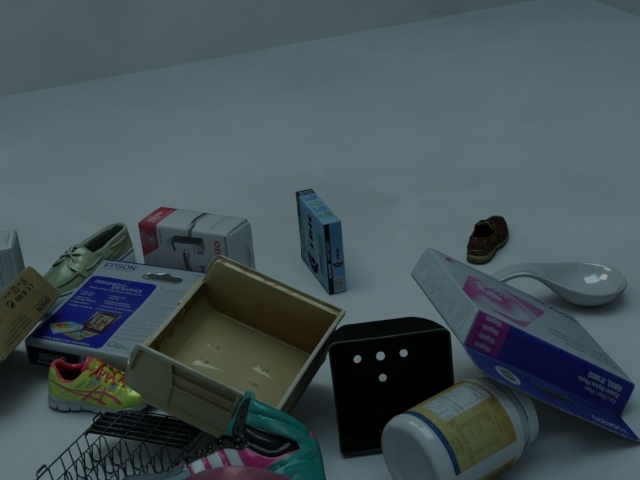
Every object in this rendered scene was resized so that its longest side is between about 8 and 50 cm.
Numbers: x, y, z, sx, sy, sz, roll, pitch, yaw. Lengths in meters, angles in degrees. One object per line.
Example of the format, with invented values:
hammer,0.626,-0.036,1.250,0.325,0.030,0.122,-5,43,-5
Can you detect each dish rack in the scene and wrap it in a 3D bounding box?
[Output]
dish rack,-0.309,0.353,1.634,0.208,0.074,0.271,6,26,21

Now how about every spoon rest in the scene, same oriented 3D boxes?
spoon rest,0.436,0.082,2.022,0.276,0.084,0.137,-8,26,-2

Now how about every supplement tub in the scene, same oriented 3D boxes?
supplement tub,0.205,0.288,1.574,0.200,0.144,0.144,-22,30,-31

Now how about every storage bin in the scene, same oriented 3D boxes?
storage bin,-0.137,0.175,1.730,0.260,0.123,0.262,24,39,11

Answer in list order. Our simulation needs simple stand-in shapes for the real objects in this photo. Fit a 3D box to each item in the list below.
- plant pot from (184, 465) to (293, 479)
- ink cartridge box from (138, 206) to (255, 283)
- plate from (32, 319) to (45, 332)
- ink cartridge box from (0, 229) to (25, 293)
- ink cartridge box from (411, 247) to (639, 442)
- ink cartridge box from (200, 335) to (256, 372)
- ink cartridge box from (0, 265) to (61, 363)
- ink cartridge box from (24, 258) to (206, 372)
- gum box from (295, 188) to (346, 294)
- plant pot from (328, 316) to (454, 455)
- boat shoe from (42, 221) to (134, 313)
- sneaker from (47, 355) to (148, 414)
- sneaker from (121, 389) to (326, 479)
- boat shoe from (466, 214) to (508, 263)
plant pot,-0.105,0.413,1.349,0.201,0.201,0.180,-1,41,9
ink cartridge box,-0.249,0.029,2.185,0.218,0.158,0.092,7,27,25
plate,-0.472,0.166,2.104,0.188,0.024,0.188,-5,26,2
ink cartridge box,-0.713,0.077,2.187,0.212,0.154,0.093,-7,27,-6
ink cartridge box,0.334,0.157,1.710,0.324,0.071,0.330,25,14,-23
ink cartridge box,-0.174,0.217,1.859,0.092,0.089,0.143,18,33,39
ink cartridge box,-0.590,0.177,1.921,0.193,0.088,0.234,-43,10,29
ink cartridge box,-0.342,0.151,2.027,0.304,0.072,0.307,7,28,17
gum box,0.000,0.000,2.196,0.041,0.157,0.184,-13,26,-15
plant pot,0.108,0.214,1.726,0.188,0.188,0.167,-7,14,-2
boat shoe,-0.508,0.054,2.259,0.109,0.094,0.302,8,28,28
sneaker,-0.374,0.242,1.845,0.209,0.094,0.081,-1,25,7
sneaker,-0.132,0.299,1.500,0.296,0.123,0.178,1,56,5
boat shoe,0.354,-0.015,2.264,0.064,0.060,0.178,7,28,25
